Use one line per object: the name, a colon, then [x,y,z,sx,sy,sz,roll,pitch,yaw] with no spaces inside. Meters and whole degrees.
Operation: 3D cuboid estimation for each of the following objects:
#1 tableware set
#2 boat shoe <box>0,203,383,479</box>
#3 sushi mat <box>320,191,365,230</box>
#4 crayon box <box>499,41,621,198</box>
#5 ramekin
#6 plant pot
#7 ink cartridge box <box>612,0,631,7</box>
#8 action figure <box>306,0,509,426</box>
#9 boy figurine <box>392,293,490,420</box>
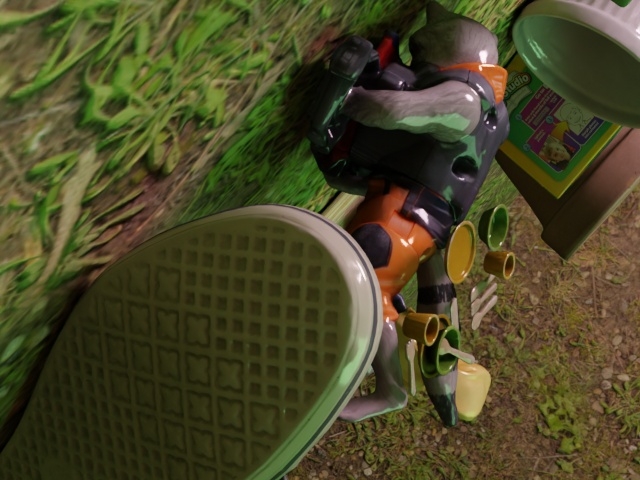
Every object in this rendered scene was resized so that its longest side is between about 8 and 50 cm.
tableware set: [0.107,0.040,0.794,0.154,0.024,0.104,-38,130,-46]
boat shoe: [-0.107,0.131,0.805,0.156,0.187,0.500,-20,159,-46]
sushi mat: [0.000,0.000,1.226,0.316,0.019,0.151,-48,171,3]
crayon box: [0.338,-0.211,1.387,0.278,0.165,0.081,-54,168,33]
ramekin: [0.332,-0.231,1.214,0.109,0.207,0.207,-55,171,-8]
plant pot: [0.376,-0.142,1.618,0.263,0.229,0.263,-45,170,-10]
ink cartridge box: [0.274,-0.328,0.827,0.201,0.117,0.278,-48,169,2]
action figure: [0.075,-0.030,0.898,0.341,0.178,0.330,5,102,-83]
boy figurine: [0.139,0.146,1.593,0.092,0.285,0.177,-36,162,-45]
